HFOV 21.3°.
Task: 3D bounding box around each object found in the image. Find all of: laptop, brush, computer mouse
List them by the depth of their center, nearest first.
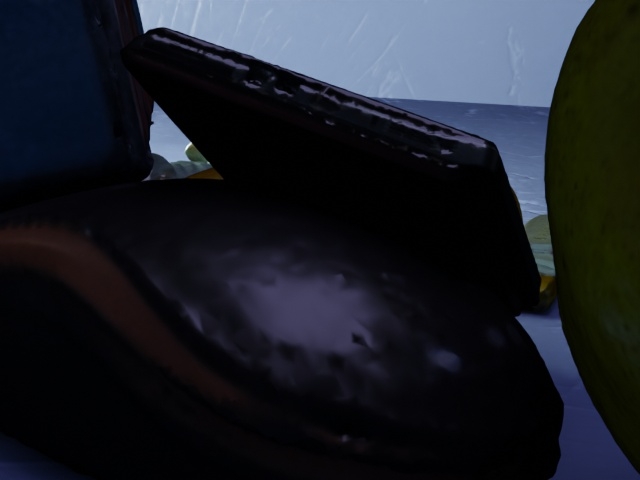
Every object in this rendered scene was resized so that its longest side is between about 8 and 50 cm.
[{"bbox_3d":[-0.041,0.032,0.681,0.183,0.116,0.323,4,6,-43],"label":"computer mouse"},{"bbox_3d":[0.013,-0.026,0.704,0.154,0.026,0.207,23,-10,17],"label":"laptop"},{"bbox_3d":[0.147,0.008,1.181,0.085,0.020,0.336,6,9,14],"label":"brush"}]

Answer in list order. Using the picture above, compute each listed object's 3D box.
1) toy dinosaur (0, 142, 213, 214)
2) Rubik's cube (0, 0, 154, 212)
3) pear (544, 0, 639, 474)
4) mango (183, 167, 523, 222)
[{"bbox_3d":[-0.146,-0.020,1.070,0.393,0.092,0.205,0,14,-37],"label":"toy dinosaur"},{"bbox_3d":[-0.284,-0.183,0.884,0.363,0.358,0.362,-14,10,-3],"label":"Rubik's cube"},{"bbox_3d":[0.214,-0.006,0.553,0.294,0.294,0.294,3,9,-1],"label":"pear"},{"bbox_3d":[0.000,0.000,0.891,0.219,0.112,0.145,5,15,27],"label":"mango"}]
